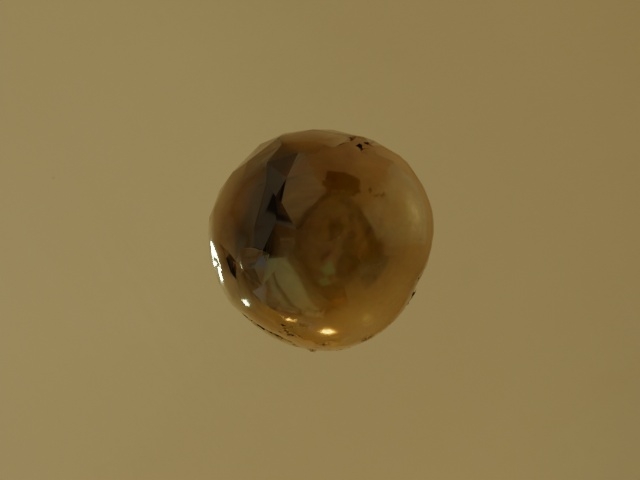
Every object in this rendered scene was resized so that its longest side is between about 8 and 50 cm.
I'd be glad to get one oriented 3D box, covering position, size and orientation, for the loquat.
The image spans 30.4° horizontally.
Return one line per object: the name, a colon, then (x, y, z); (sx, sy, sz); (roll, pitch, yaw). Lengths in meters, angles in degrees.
loquat: (0.000, 0.000, 1.213); (0.235, 0.235, 0.235); (-1, -87, -13)
